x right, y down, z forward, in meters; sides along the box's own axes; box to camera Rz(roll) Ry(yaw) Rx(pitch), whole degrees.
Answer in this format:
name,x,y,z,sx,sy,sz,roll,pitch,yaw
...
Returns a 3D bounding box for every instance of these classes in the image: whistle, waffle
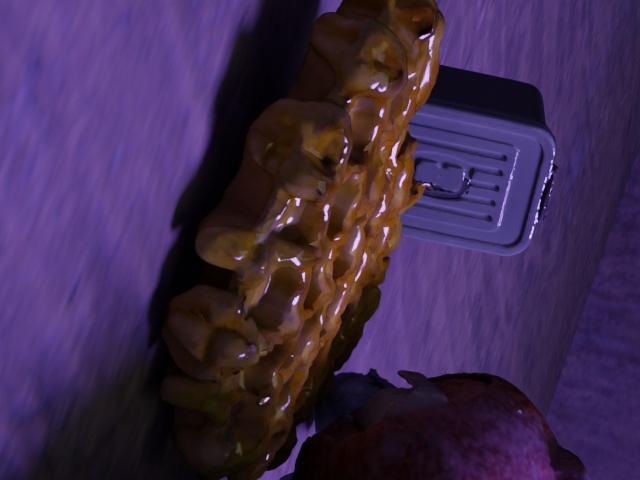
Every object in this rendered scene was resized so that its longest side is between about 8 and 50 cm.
name,x,y,z,sx,sy,sz,roll,pitch,yaw
whistle,0.047,0.124,1.000,0.142,0.134,0.346,-38,-170,-3
waffle,-0.001,0.000,0.879,0.249,0.056,0.253,-65,166,-4

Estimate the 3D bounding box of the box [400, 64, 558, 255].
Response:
name,x,y,z,sx,sy,sz,roll,pitch,yaw
box,0.067,-0.050,1.000,0.069,0.122,0.084,-75,177,-58
